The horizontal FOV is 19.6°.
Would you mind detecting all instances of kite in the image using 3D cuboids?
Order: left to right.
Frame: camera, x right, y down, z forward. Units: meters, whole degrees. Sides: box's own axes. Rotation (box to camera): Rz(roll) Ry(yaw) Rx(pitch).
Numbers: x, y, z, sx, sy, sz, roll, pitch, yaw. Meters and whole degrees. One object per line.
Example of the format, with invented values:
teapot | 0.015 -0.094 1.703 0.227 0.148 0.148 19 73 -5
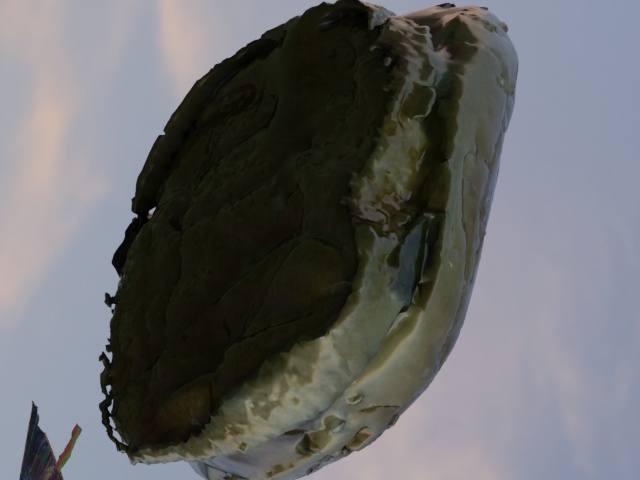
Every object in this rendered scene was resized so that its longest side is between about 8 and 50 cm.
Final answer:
kite | -0.285 0.252 1.926 0.010 0.190 0.159 6 -142 25

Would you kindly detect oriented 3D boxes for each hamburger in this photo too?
hamburger | -0.002 0.001 0.959 0.265 0.134 0.285 -20 -133 46
